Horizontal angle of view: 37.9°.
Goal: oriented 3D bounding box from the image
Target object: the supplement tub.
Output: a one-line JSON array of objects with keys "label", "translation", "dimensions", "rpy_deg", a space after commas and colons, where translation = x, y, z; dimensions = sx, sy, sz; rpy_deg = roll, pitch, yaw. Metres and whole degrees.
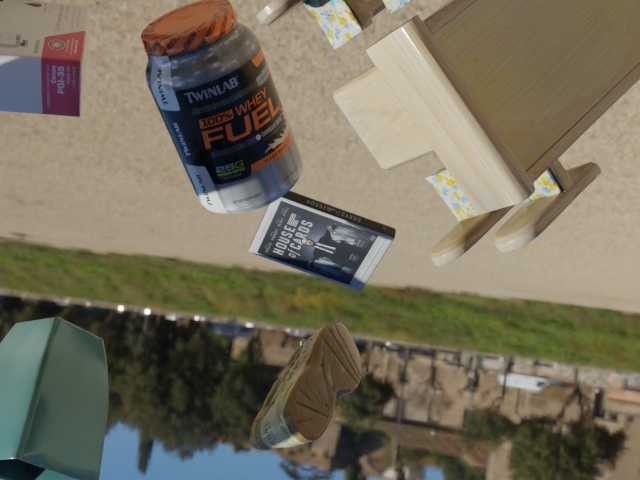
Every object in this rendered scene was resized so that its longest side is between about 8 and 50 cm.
[{"label": "supplement tub", "translation": [-0.162, -0.217, 1.520], "dimensions": [0.193, 0.316, 0.194], "rpy_deg": [-15, -148, 10]}]

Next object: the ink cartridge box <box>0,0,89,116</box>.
[{"label": "ink cartridge box", "translation": [-0.547, -0.320, 1.596], "dimensions": [0.283, 0.117, 0.207], "rpy_deg": [3, -140, -12]}]

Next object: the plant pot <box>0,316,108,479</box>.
[{"label": "plant pot", "translation": [-0.434, 0.250, 1.456], "dimensions": [0.165, 0.234, 0.165], "rpy_deg": [-10, 148, 32]}]

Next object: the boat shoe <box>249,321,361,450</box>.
[{"label": "boat shoe", "translation": [-0.018, 0.204, 1.343], "dimensions": [0.089, 0.105, 0.285], "rpy_deg": [-27, -174, 26]}]

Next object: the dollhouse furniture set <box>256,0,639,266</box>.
[{"label": "dollhouse furniture set", "translation": [0.114, -0.143, 0.949], "dimensions": [0.256, 0.362, 0.394], "rpy_deg": [-40, -169, -26]}]

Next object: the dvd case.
[{"label": "dvd case", "translation": [0.000, 0.000, 1.768], "dimensions": [0.238, 0.030, 0.179], "rpy_deg": [19, 137, -9]}]
